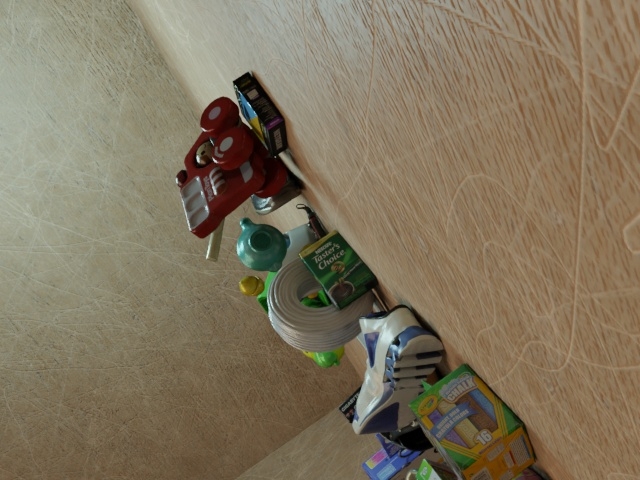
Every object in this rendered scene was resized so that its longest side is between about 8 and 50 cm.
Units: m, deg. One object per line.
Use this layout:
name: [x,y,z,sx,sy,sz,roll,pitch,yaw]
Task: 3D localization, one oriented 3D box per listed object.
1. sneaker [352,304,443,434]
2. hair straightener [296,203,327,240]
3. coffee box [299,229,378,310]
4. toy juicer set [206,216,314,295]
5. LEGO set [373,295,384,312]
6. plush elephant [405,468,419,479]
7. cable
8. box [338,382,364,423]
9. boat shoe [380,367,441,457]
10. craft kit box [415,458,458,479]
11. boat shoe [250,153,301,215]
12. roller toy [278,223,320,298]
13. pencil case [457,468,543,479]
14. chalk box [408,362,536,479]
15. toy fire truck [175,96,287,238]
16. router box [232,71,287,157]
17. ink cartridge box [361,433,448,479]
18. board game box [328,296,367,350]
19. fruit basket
sneaker: [0.148,0.252,1.444,0.182,0.127,0.316,-112,32,-47]
hair straightener: [0.000,0.000,1.848,0.230,0.047,0.089,56,173,0]
coffee box: [0.039,0.067,1.609,0.184,0.113,0.040,53,174,39]
toy juicer set: [-0.174,0.045,1.805,0.329,0.209,0.089,28,159,6]
LEGO set: [0.171,0.242,1.757,0.244,0.060,0.182,57,177,-11]
plush elephant: [0.333,0.680,1.717,0.271,0.330,0.255,5,146,17]
cable: [0.000,0.143,1.646,0.089,0.257,0.257,82,162,-46]
box: [0.157,0.405,1.776,0.051,0.175,0.220,47,-175,29]
boat shoe: [0.240,0.447,1.691,0.500,0.186,0.156,78,165,-60]
craft kit box: [0.359,0.577,1.461,0.249,0.061,0.246,22,-174,-17]
boat shoe: [-0.154,-0.162,1.827,0.130,0.132,0.355,58,172,-19]
roller toy: [-0.053,0.062,1.950,0.209,0.146,0.191,46,-160,-73]
pencil case: [0.356,0.477,1.295,0.124,0.124,0.284,56,174,1]
chalk box: [0.255,0.324,1.216,0.213,0.132,0.132,50,172,50]
toy fire truck: [-0.243,-0.177,1.641,0.169,0.254,0.302,40,-162,-46]
router box: [-0.129,-0.270,1.489,0.133,0.046,0.179,54,173,10]
ink cartridge box: [0.313,0.717,2.066,0.395,0.270,0.151,59,168,-20]
board game box: [0.093,0.210,2.173,0.390,0.050,0.390,49,170,49]
fruit basket: [-0.050,0.293,2.471,0.392,0.282,0.392,-5,-90,-76]
